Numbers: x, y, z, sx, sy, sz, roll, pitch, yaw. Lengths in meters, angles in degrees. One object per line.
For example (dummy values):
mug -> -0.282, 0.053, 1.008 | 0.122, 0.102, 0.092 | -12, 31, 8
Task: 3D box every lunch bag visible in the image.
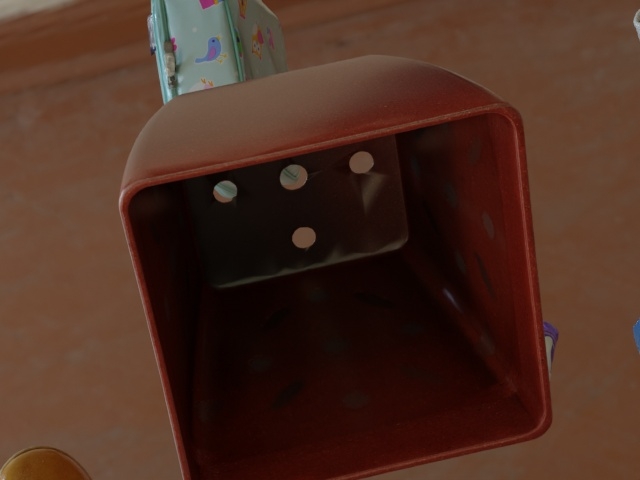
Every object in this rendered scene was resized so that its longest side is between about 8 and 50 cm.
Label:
lunch bag -> -0.103, -0.164, 1.846 | 0.107, 0.224, 0.279 | -9, -10, 12

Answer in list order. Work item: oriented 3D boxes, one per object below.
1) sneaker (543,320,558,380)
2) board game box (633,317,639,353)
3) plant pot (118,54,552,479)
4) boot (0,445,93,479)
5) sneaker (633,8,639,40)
sneaker -> 0.197, 0.116, 1.666 | 0.071, 0.068, 0.170 | -63, 13, -17
board game box -> 0.387, 0.077, 1.600 | 0.133, 0.169, 0.033 | 32, 25, 6
plant pot -> 0.000, 0.000, 1.217 | 0.267, 0.267, 0.236 | -12, 29, -4
boot -> -0.142, 0.255, 1.090 | 0.104, 0.211, 0.295 | -11, 73, -20
sneaker -> 0.291, -0.080, 1.275 | 0.323, 0.236, 0.130 | -59, 31, 4
